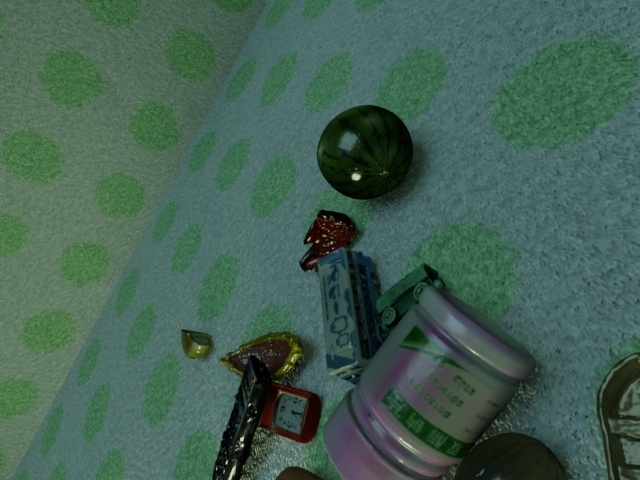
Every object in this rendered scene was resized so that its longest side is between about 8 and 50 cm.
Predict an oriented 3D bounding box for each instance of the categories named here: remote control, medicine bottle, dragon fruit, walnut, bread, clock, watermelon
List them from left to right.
[{"bbox_3d":[-0.441,0.368,1.452,0.157,0.082,0.095,-8,65,49],"label":"bread"},{"bbox_3d":[-0.205,0.502,1.058,0.400,0.062,0.144,-71,22,9],"label":"remote control"},{"bbox_3d":[-0.071,0.422,1.017,0.154,0.061,0.113,-4,65,44],"label":"clock"},{"bbox_3d":[0.012,0.013,1.123,0.192,0.122,0.092,-50,54,11],"label":"dragon fruit"},{"bbox_3d":[0.112,-0.220,1.044,0.242,0.242,0.243,-27,50,37],"label":"watermelon"},{"bbox_3d":[0.175,0.262,0.702,0.326,0.212,0.212,-55,38,9],"label":"medicine bottle"},{"bbox_3d":[0.273,0.361,0.594,0.162,0.140,0.140,-47,40,21],"label":"walnut"}]

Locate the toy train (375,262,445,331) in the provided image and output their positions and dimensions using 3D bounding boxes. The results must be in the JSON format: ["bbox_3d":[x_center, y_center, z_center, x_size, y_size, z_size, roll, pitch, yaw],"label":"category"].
[{"bbox_3d":[0.191,0.126,0.887,0.172,0.070,0.100,-43,34,25],"label":"toy train"}]

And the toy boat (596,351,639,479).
[{"bbox_3d":[0.436,0.246,0.537,0.116,0.061,0.189,-16,57,45],"label":"toy boat"}]

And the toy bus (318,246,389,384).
[{"bbox_3d":[0.074,0.165,0.943,0.106,0.130,0.298,-32,48,32],"label":"toy bus"}]

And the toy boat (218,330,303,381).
[{"bbox_3d":[-0.147,0.321,1.135,0.317,0.099,0.141,-22,56,36],"label":"toy boat"}]

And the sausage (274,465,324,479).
[{"bbox_3d":[0.023,0.546,0.784,0.304,0.121,0.121,0,69,50],"label":"sausage"}]
